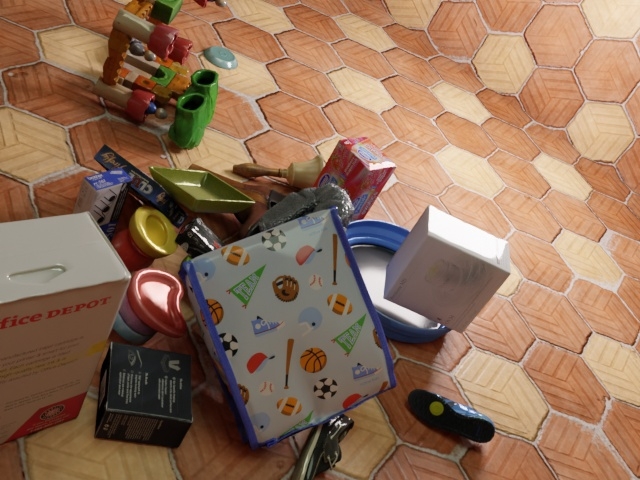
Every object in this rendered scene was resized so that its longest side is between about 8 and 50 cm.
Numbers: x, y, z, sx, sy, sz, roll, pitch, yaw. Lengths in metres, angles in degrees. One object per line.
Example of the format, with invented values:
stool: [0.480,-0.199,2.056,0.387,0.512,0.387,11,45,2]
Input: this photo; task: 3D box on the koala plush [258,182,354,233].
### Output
koala plush: [0.000,0.000,1.855,0.196,0.221,0.203,28,61,35]

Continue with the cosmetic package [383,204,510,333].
cosmetic package: [0.302,0.072,1.907,0.225,0.224,0.138,25,36,-7]

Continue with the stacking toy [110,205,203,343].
stacking toy: [-0.337,0.114,1.686,0.279,0.130,0.308,39,30,-36]

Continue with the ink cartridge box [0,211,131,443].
ink cartridge box: [-0.496,0.153,1.243,0.279,0.384,0.160,-12,53,-44]

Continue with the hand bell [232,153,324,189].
hand bell: [-0.121,-0.188,2.181,0.242,0.126,0.126,5,42,-14]

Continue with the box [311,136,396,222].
box: [0.069,-0.137,2.098,0.123,0.256,0.128,-13,54,-46]

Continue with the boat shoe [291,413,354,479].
boat shoe: [0.005,0.413,1.541,0.079,0.084,0.233,31,33,2]

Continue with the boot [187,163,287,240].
boot: [-0.244,-0.097,1.935,0.281,0.096,0.264,21,36,4]

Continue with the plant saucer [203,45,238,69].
plant saucer: [-0.323,-0.604,2.587,0.119,0.021,0.119,19,36,-15]

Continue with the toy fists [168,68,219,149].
toy fists: [-0.349,-0.355,2.173,0.096,0.142,0.279,10,37,0]

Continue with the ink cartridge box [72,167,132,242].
ink cartridge box: [-0.471,-0.054,1.662,0.046,0.207,0.097,43,38,18]

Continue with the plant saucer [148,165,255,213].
plant saucer: [-0.278,-0.110,1.824,0.188,0.045,0.188,32,19,35]

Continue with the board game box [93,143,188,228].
board game box: [-0.401,-0.117,1.791,0.165,0.042,0.243,36,-8,12]

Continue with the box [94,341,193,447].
box: [-0.323,0.285,1.455,0.158,0.093,0.156,13,39,-21]

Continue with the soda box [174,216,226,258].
soda box: [-0.240,0.031,1.745,0.169,0.053,0.060,47,26,-20]

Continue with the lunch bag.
lunch bag: [-0.063,0.175,1.548,0.328,0.239,0.385,-22,86,-13]

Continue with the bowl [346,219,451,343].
bowl: [0.194,0.105,2.050,0.391,0.077,0.391,19,38,-15]

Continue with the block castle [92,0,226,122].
block castle: [-0.435,-0.548,2.204,0.213,0.303,0.453,25,37,-8]

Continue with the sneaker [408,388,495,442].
sneaker: [0.295,0.396,1.794,0.209,0.069,0.082,23,2,5]
